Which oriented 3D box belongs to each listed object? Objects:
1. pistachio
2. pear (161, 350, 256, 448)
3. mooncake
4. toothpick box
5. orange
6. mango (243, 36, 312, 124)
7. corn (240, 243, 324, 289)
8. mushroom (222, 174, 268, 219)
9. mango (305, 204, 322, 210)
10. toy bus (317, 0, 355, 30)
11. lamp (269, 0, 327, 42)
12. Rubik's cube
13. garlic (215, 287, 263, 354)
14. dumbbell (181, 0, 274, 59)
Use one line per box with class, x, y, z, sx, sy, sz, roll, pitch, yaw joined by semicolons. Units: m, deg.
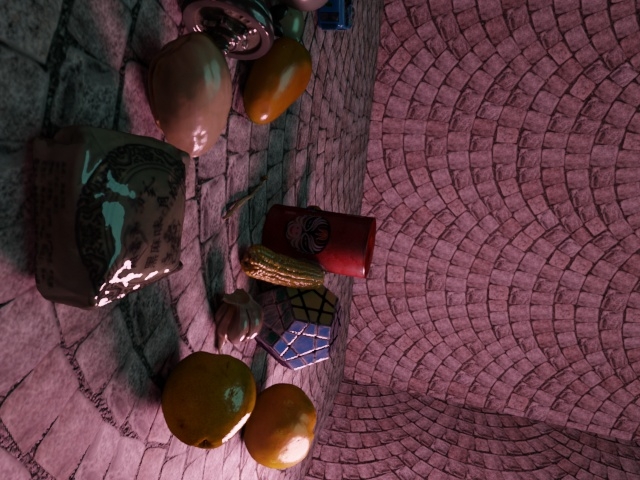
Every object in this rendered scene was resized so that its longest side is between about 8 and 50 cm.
pistachio;-0.227;-0.256;0.852;0.144;0.144;0.215;-63;170;-53
pear;-0.247;0.350;1.061;0.209;0.209;0.208;9;90;-77
mooncake;-0.294;-0.037;0.728;0.250;0.136;0.254;-25;122;-70
toothpick box;0.000;0.000;1.573;0.204;0.334;0.203;10;90;-78
orange;-0.133;0.638;1.663;0.279;0.236;0.278;17;90;-79
mango;-0.111;-0.418;1.240;0.175;0.140;0.254;93;19;-52
corn;-0.105;0.086;1.436;0.292;0.101;0.101;18;79;-38
mushroom;-0.202;-0.118;1.327;0.286;0.026;0.028;-59;139;-55
mango;-0.038;-0.017;1.891;0.138;0.114;0.253;-64;164;-74
toy bus;0.048;-0.860;1.682;0.134;0.114;0.246;-59;153;-49
lamp;-0.064;-0.648;1.245;0.243;0.198;0.197;-62;176;26
Rubik's cube;-0.076;0.265;1.582;0.264;0.320;0.318;-117;-152;-64
garlic;-0.227;0.235;1.273;0.194;0.127;0.131;-63;174;11
dumbbell;-0.143;-0.536;0.938;0.179;0.179;0.405;57;44;-71
